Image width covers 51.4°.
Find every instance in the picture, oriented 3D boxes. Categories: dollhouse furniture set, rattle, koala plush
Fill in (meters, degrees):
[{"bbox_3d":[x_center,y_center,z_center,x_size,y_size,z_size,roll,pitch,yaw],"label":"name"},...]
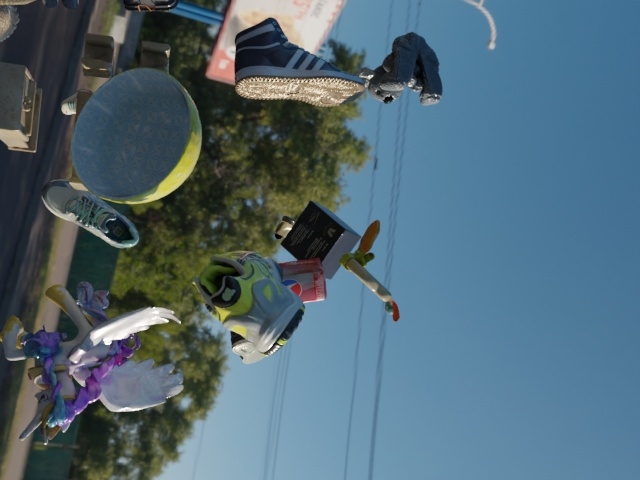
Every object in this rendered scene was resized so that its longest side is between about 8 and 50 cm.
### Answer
[{"bbox_3d":[-0.586,-0.305,1.667,0.256,0.395,0.361,175,-80,-75],"label":"dollhouse furniture set"},{"bbox_3d":[0.154,0.075,1.592,0.142,0.200,0.130,-47,174,-16],"label":"rattle"},{"bbox_3d":[0.224,-0.486,1.980,0.221,0.196,0.203,-21,-118,54],"label":"koala plush"}]

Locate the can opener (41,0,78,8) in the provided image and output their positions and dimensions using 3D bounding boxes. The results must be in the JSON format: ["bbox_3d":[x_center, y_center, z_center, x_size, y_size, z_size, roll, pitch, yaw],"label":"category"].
[{"bbox_3d":[-0.463,-0.475,1.150,0.283,0.076,0.095,136,-50,-69],"label":"can opener"}]

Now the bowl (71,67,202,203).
[{"bbox_3d":[-0.359,-0.200,1.406,0.156,0.290,0.289,34,62,-65],"label":"bowl"}]

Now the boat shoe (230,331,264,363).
[{"bbox_3d":[-0.207,0.299,1.925,0.233,0.084,0.079,69,-4,-64],"label":"boat shoe"}]

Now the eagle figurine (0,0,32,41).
[{"bbox_3d":[-0.902,-0.669,1.835,0.226,0.298,0.225,22,-86,33],"label":"eagle figurine"}]

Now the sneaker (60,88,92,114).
[{"bbox_3d":[-0.809,-0.439,2.211,0.161,0.057,0.075,-20,-103,37],"label":"sneaker"}]

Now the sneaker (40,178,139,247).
[{"bbox_3d":[-0.599,-0.073,1.770,0.122,0.283,0.110,15,-105,58],"label":"sneaker"}]

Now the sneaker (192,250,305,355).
[{"bbox_3d":[-0.151,0.070,1.192,0.145,0.147,0.385,-53,-156,-7],"label":"sneaker"}]

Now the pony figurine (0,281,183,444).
[{"bbox_3d":[-0.492,0.240,1.417,0.363,0.351,0.302,45,-35,42],"label":"pony figurine"}]

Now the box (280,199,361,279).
[{"bbox_3d":[0.000,0.000,1.860,0.158,0.093,0.156,42,-78,34],"label":"box"}]

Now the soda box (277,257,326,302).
[{"bbox_3d":[-0.121,0.111,1.652,0.092,0.264,0.083,-113,-163,-68],"label":"soda box"}]

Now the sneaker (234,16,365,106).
[{"bbox_3d":[-0.046,-0.371,1.385,0.099,0.283,0.153,130,-45,-57],"label":"sneaker"}]

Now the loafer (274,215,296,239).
[{"bbox_3d":[-0.118,-0.038,2.218,0.050,0.056,0.148,-65,-175,-23],"label":"loafer"}]

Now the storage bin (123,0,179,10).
[{"bbox_3d":[-0.396,-0.577,1.500,0.091,0.135,0.098,65,34,-62],"label":"storage bin"}]
